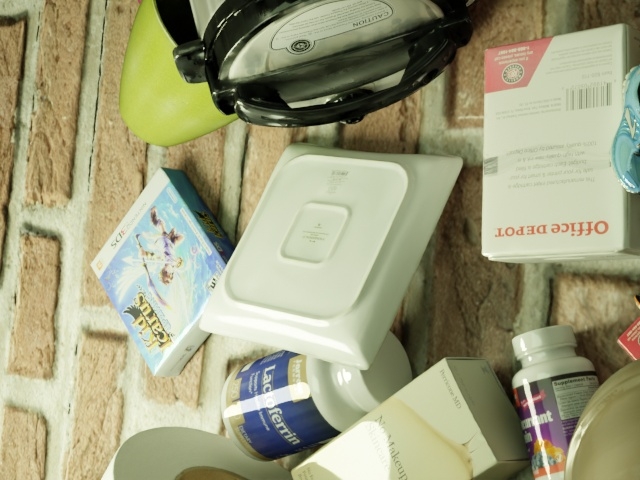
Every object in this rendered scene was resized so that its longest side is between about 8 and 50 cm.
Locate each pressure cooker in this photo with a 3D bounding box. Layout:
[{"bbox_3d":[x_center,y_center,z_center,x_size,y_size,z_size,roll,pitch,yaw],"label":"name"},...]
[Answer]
[{"bbox_3d":[0.000,-0.360,1.641,0.370,0.375,0.420,-34,62,41],"label":"pressure cooker"}]

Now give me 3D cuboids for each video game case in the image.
[{"bbox_3d":[-0.261,0.053,2.002,0.244,0.061,0.269,-51,56,24],"label":"video game case"}]

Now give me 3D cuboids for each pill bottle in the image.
[{"bbox_3d":[-0.006,0.221,1.707,0.264,0.153,0.153,-25,69,35],"label":"pill bottle"},{"bbox_3d":[0.303,0.210,1.479,0.108,0.108,0.194,-24,69,36],"label":"pill bottle"}]

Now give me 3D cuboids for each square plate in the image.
[{"bbox_3d":[0.000,0.000,1.710,0.347,0.049,0.344,9,66,41],"label":"square plate"}]

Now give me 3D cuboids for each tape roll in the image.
[{"bbox_3d":[-0.128,0.409,1.634,0.392,0.392,0.072,43,111,35],"label":"tape roll"}]

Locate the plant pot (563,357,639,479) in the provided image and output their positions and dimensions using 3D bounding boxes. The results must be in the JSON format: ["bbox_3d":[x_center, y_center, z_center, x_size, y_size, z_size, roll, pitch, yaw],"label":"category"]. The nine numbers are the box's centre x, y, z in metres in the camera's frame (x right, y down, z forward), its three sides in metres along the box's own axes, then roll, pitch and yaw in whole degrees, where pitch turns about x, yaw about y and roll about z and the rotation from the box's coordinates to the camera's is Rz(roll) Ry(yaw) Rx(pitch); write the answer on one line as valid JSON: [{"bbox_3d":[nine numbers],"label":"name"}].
[{"bbox_3d":[0.396,0.301,1.213,0.323,0.280,0.323,6,105,21],"label":"plant pot"}]

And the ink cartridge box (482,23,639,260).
[{"bbox_3d":[0.321,-0.114,1.499,0.207,0.117,0.283,-4,82,39],"label":"ink cartridge box"}]

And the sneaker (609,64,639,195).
[{"bbox_3d":[0.376,-0.133,1.357,0.063,0.073,0.162,3,84,1],"label":"sneaker"}]

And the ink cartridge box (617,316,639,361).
[{"bbox_3d":[0.461,0.140,1.379,0.127,0.072,0.175,-51,56,23],"label":"ink cartridge box"}]

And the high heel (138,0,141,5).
[{"bbox_3d":[-0.235,-0.429,2.049,0.244,0.082,0.117,23,128,27],"label":"high heel"}]

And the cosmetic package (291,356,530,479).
[{"bbox_3d":[0.121,0.303,1.579,0.309,0.113,0.160,-42,60,29],"label":"cosmetic package"}]

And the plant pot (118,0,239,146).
[{"bbox_3d":[-0.206,-0.283,1.897,0.293,0.274,0.275,-40,60,48],"label":"plant pot"}]

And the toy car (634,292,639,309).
[{"bbox_3d":[0.418,0.096,1.338,0.122,0.060,0.041,38,141,44],"label":"toy car"}]
